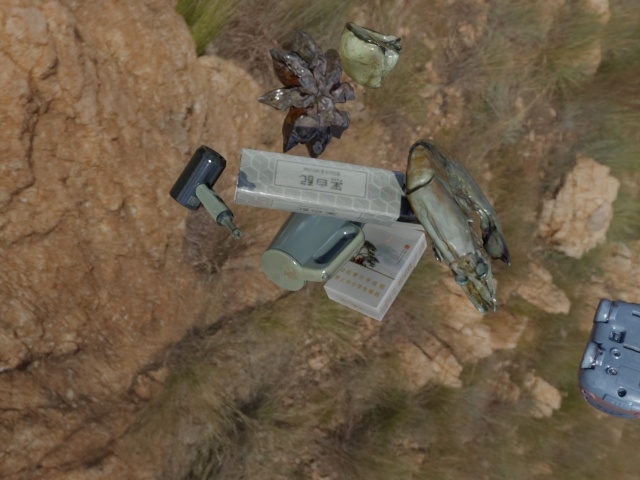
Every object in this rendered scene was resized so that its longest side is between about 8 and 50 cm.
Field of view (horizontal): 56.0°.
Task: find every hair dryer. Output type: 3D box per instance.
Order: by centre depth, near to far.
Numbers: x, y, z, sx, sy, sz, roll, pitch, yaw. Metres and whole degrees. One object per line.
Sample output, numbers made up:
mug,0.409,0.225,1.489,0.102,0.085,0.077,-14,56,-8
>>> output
hair dryer,-0.165,-0.064,0.950,0.057,0.197,0.100,20,111,-48

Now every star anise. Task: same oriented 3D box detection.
star anise,-0.019,-0.362,1.520,0.332,0.118,0.331,-16,111,-48

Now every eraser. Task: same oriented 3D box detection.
eraser,0.034,-0.097,1.202,0.404,0.096,0.098,8,77,-6

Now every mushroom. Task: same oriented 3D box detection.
mushroom,0.142,-0.570,1.873,0.190,0.267,0.164,21,118,-3

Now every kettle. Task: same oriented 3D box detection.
kettle,0.000,0.000,1.345,0.243,0.211,0.160,-52,139,-38

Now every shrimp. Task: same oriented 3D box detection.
shrimp,0.256,-0.033,1.068,0.247,0.085,0.360,14,50,-39

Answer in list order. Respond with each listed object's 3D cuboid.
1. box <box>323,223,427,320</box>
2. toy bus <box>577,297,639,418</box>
box,0.133,0.059,1.430,0.233,0.149,0.067,-55,151,-23
toy bus,0.733,0.300,1.455,0.294,0.197,0.231,-57,154,-33
